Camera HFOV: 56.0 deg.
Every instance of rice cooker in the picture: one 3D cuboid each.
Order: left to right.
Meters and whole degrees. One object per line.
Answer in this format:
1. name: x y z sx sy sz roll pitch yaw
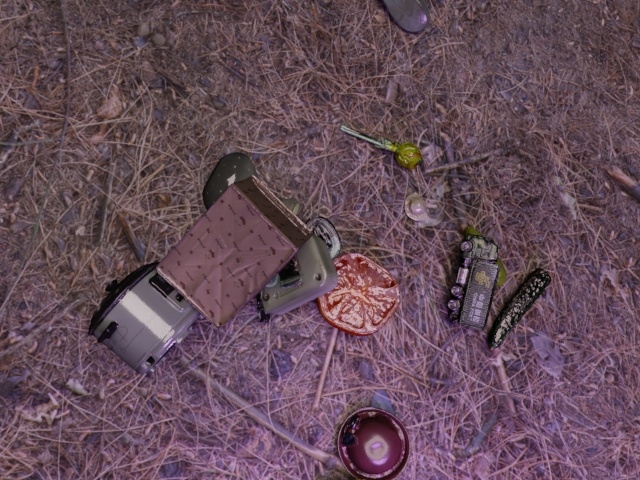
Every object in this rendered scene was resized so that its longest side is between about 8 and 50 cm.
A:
1. rice cooker: -0.434 0.183 1.485 0.227 0.241 0.280 42 29 -2

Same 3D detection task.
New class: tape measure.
1. tape measure: -0.091 0.079 1.603 0.235 0.115 0.207 -28 71 17

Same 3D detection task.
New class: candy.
1. candy: 0.181 -0.292 1.802 0.262 0.077 0.073 24 72 4

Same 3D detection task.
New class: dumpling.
1. dumpling: 0.283 -0.098 1.789 0.076 0.057 0.052 55 34 -20

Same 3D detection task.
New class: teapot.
1. teapot: -0.186 -0.118 1.640 0.250 0.183 0.184 29 74 -14

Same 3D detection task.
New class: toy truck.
1. toy truck: 0.438 0.116 1.710 0.121 0.088 0.259 13 90 15

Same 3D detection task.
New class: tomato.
1. tomato: 0.101 0.153 1.668 0.236 0.095 0.237 2 74 -6

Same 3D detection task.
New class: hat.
1. hat: 0.147 0.544 1.594 0.205 0.089 0.206 2 77 -9

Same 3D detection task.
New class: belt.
1. belt: 0.000 0.000 1.700 0.105 0.058 0.140 -31 86 -12

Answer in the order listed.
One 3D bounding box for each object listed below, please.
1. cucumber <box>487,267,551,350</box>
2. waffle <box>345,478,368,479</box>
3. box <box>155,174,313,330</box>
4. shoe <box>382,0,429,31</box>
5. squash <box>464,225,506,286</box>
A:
1. cucumber: 0.571 0.202 1.763 0.067 0.067 0.293 43 76 0
2. waffle: 0.067 0.694 1.556 0.194 0.051 0.149 -7 90 -3
3. box: -0.207 0.026 1.473 0.225 0.190 0.297 44 107 0
4. shoe: 0.254 -0.776 1.908 0.251 0.103 0.100 50 30 -11
5. squash: 0.485 0.045 1.783 0.066 0.066 0.201 -25 78 -15
